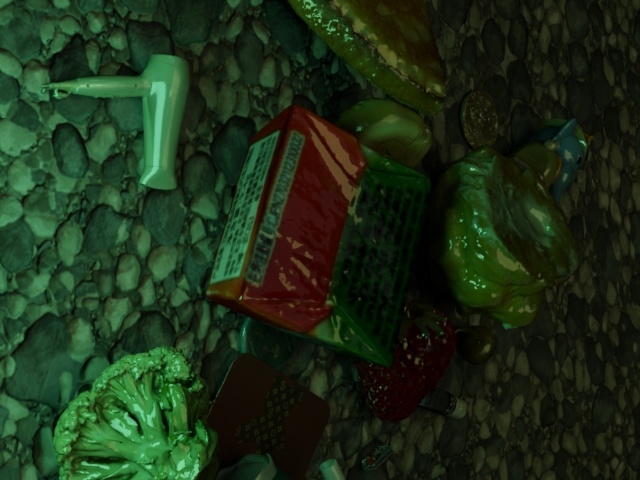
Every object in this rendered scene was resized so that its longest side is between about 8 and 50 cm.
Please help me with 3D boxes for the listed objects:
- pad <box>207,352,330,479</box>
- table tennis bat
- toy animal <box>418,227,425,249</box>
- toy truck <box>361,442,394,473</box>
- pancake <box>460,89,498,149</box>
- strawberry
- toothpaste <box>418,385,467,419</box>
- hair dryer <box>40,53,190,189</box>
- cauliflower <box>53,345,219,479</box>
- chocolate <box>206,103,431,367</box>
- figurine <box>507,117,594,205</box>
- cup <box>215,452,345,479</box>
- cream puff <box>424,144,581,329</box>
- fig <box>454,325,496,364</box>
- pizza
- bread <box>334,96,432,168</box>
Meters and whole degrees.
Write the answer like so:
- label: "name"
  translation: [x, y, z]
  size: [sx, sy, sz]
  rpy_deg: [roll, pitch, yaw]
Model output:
- label: "pad"
  translation: [-0.091, 0.321, 1.665]
  size: [0.267, 0.004, 0.181]
  rpy_deg: [38, 70, -40]
- label: "table tennis bat"
  translation: [-0.067, 0.152, 1.688]
  size: [0.201, 0.033, 0.124]
  rpy_deg: [-37, 118, -35]
- label: "toy animal"
  translation: [0.199, -0.023, 1.968]
  size: [0.050, 0.028, 0.084]
  rpy_deg: [-49, 124, -25]
- label: "toy truck"
  translation: [0.110, 0.427, 1.869]
  size: [0.083, 0.032, 0.024]
  rpy_deg: [-29, 115, -41]
- label: "pancake"
  translation: [0.358, -0.271, 2.140]
  size: [0.139, 0.022, 0.139]
  rpy_deg: [1, 88, -46]
- label: "strawberry"
  translation: [0.150, 0.239, 1.832]
  size: [0.205, 0.205, 0.244]
  rpy_deg: [-20, 126, -45]
- label: "toothpaste"
  translation: [0.230, 0.324, 1.992]
  size: [0.193, 0.045, 0.071]
  rpy_deg: [26, 63, -37]
- label: "hair dryer"
  translation: [-0.308, -0.188, 1.428]
  size: [0.237, 0.075, 0.206]
  rpy_deg: [6, 92, -39]
- label: "cauliflower"
  translation: [-0.229, 0.298, 1.359]
  size: [0.272, 0.250, 0.275]
  rpy_deg: [-38, 121, -38]
- label: "chocolate"
  translation: [0.000, 0.000, 1.633]
  size: [0.341, 0.161, 0.360]
  rpy_deg: [27, 68, -34]
- label: "figurine"
  translation: [0.528, -0.179, 2.251]
  size: [0.262, 0.154, 0.180]
  rpy_deg: [-44, 130, -18]
- label: "cup"
  translation: [-0.095, 0.449, 1.566]
  size: [0.300, 0.167, 0.173]
  rpy_deg: [-28, 102, -16]
- label: "cream puff"
  translation: [0.339, 0.017, 1.953]
  size: [0.378, 0.275, 0.378]
  rpy_deg: [23, 52, -33]
- label: "fig"
  translation: [0.338, 0.218, 2.084]
  size: [0.084, 0.082, 0.098]
  rpy_deg: [-36, 102, -2]
- label: "pizza"
  translation: [0.095, -0.452, 1.776]
  size: [0.440, 0.130, 0.406]
  rpy_deg: [44, 41, -13]
- label: "bread"
  translation: [0.101, -0.185, 1.775]
  size: [0.213, 0.213, 0.104]
  rpy_deg: [8, 45, -46]
